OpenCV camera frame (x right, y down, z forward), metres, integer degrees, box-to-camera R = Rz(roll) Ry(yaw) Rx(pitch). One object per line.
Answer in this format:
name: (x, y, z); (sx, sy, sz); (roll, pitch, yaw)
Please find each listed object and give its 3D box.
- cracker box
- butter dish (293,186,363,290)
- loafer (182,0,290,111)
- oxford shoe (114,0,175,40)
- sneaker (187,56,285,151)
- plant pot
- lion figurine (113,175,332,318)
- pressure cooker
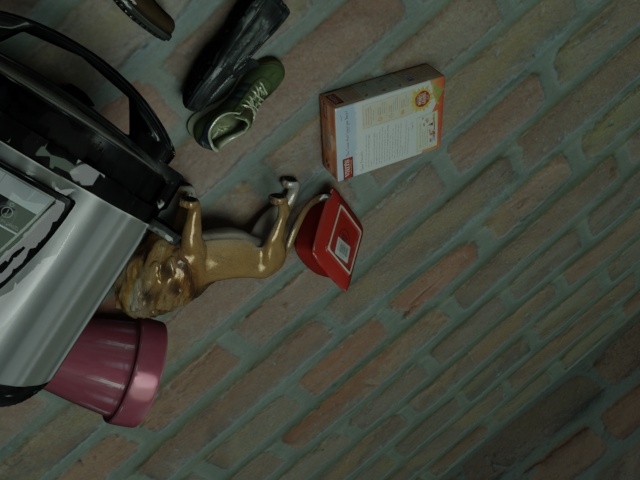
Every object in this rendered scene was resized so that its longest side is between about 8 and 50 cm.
cracker box: (0.115, -0.221, 1.303); (0.232, 0.067, 0.156); (-20, 133, -20)
butter dish: (0.000, 0.000, 1.385); (0.160, 0.118, 0.160); (50, 47, -47)
loafer: (-0.130, -0.286, 1.080); (0.078, 0.076, 0.223); (31, 101, -37)
oxford shoe: (-0.253, -0.364, 0.931); (0.096, 0.083, 0.227); (-39, 137, -2)
sneaker: (-0.124, -0.213, 1.137); (0.192, 0.086, 0.064); (-39, 137, 0)
plant pot: (-0.395, 0.221, 1.257); (0.180, 0.201, 0.201); (20, 113, -26)
lion figurine: (-0.169, 0.018, 1.252); (0.392, 0.142, 0.240); (-2, 115, -25)
pressure cooker: (-0.403, -0.062, 0.860); (0.420, 0.375, 0.370); (-57, 148, -4)
